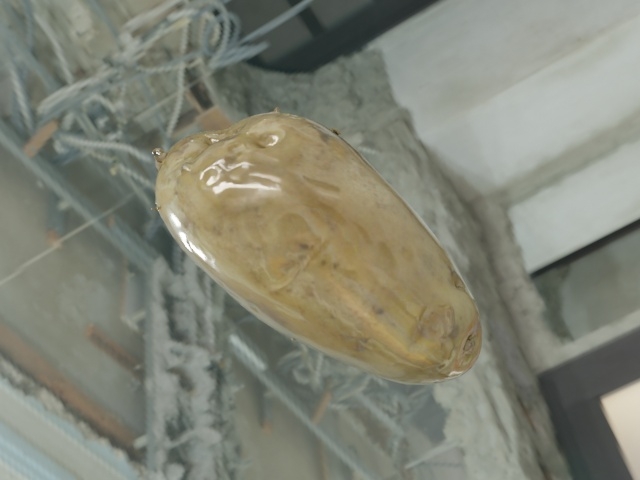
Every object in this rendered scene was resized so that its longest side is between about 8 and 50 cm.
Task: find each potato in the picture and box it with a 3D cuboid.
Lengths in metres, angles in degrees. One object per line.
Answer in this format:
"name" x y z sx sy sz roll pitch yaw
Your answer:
"potato" -0.001 -0.002 0.685 0.235 0.128 0.161 31 169 31
